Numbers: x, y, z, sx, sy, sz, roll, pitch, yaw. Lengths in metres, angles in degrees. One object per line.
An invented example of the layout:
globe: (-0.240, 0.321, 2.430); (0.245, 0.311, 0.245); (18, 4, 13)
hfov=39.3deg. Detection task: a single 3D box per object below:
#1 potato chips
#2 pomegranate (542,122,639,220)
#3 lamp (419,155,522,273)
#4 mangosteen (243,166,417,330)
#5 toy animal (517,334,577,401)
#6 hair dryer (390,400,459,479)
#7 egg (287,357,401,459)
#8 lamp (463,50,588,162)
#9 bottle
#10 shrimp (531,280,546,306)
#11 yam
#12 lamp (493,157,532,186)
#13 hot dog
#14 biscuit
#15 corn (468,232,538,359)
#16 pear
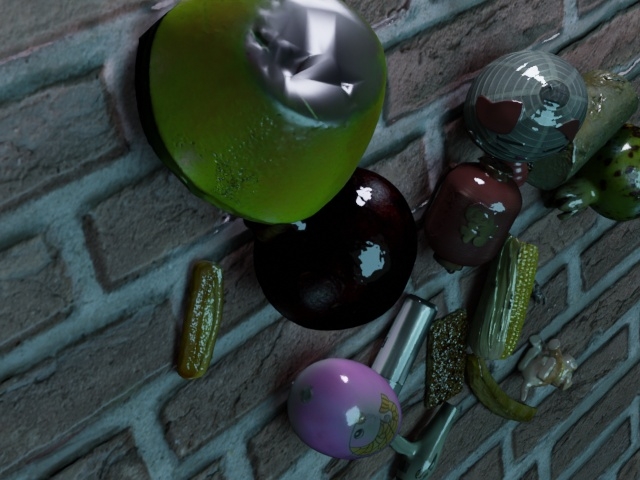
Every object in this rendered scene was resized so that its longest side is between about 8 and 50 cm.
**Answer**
potato chips: (0.448, 0.391, 2.274); (0.407, 0.057, 0.080); (42, 64, -45)
pomegranate: (0.691, -0.167, 2.179); (0.306, 0.242, 0.242); (0, 110, -13)
lamp: (0.306, -0.053, 1.851); (0.180, 0.180, 0.258); (-2, 127, -44)
mangosteen: (0.013, 0.006, 1.503); (0.313, 0.297, 0.296); (31, 84, -58)
toy animal: (0.596, 0.366, 2.377); (0.185, 0.104, 0.183); (42, 72, -51)
hair dryer: (0.228, 0.440, 2.071); (0.219, 0.088, 0.224); (-41, 120, -21)
egg: (0.054, 0.331, 1.765); (0.271, 0.196, 0.196); (13, 98, -54)
lamp: (0.417, -0.273, 1.822); (0.265, 0.233, 0.233); (-2, 111, -14)
bottle: (0.168, 0.241, 1.922); (0.253, 0.080, 0.096); (-65, 162, -4)
shrimp: (0.555, 0.138, 2.282); (0.029, 0.038, 0.092); (-46, 133, -19)
yam: (0.580, -0.259, 2.046); (0.304, 0.168, 0.168); (-39, 131, -27)
lamp: (0.421, -0.167, 1.978); (0.107, 0.092, 0.107); (-1, 90, -75)
hot dog: (-0.202, 0.135, 1.531); (0.066, 0.047, 0.215); (8, 104, -8)
biscuit: (0.297, 0.279, 2.100); (0.131, 0.025, 0.230); (-22, 122, -37)
corn: (0.426, 0.129, 2.100); (0.123, 0.122, 0.305); (10, 95, -30)
pear: (-0.053, -0.234, 1.309); (0.399, 0.165, 0.398); (8, 73, -28)
